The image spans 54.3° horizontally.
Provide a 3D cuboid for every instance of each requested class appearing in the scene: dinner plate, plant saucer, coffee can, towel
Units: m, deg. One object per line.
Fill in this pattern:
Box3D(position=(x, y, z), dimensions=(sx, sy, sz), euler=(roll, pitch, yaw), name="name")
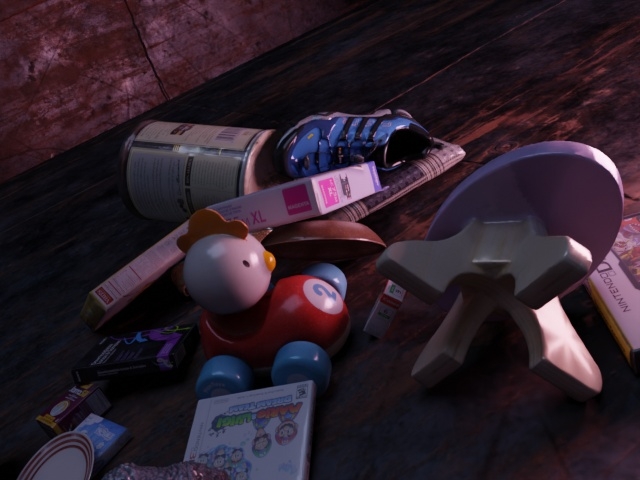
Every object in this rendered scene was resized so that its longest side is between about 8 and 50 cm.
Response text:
Box3D(position=(-0.331, 0.304, 0.770), dimensions=(0.141, 0.017, 0.141), euler=(-21, 42, 21), name="dinner plate")
Box3D(position=(0.000, 0.000, 0.950), dimensions=(0.199, 0.036, 0.198), euler=(-2, -10, 0), name="plant saucer")
Box3D(position=(-0.217, -0.123, 1.204), dimensions=(0.276, 0.201, 0.201), euler=(9, 38, 22), name="coffee can")
Box3D(position=(0.083, -0.136, 1.276), dimensions=(0.312, 0.056, 0.324), euler=(-31, 30, -10), name="towel")

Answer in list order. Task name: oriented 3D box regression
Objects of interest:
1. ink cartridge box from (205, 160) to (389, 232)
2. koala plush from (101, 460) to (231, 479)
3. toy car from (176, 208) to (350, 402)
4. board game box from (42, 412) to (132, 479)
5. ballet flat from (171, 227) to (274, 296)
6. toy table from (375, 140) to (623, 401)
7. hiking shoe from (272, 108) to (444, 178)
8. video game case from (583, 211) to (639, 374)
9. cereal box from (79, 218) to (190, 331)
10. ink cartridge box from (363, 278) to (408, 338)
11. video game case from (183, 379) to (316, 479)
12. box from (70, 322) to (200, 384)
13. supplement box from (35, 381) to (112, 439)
Box3D(position=(-0.022, -0.072, 1.010), dimensions=(0.186, 0.065, 0.311), euler=(-13, 4, 26), name="ink cartridge box")
Box3D(position=(-0.099, 0.299, 0.469), dimensions=(0.196, 0.203, 0.221), euler=(-31, 40, -15), name="koala plush")
Box3D(position=(-0.089, 0.060, 0.820), dimensions=(0.211, 0.237, 0.219), euler=(-14, 28, 17), name="toy car")
Box3D(position=(-0.311, 0.278, 0.830), dimensions=(0.090, 0.020, 0.090), euler=(3, 36, 40), name="board game box")
Box3D(position=(-0.165, 0.045, 1.117), dimensions=(0.206, 0.073, 0.067), euler=(-25, 56, 2), name="ballet flat")
Box3D(position=(0.191, 0.039, 0.661), dimensions=(0.252, 0.274, 0.160), euler=(25, 45, 6), name="toy table")
Box3D(position=(0.063, -0.174, 1.128), dimensions=(0.304, 0.113, 0.132), euler=(-18, 31, -20), name="hiking shoe")
Box3D(position=(0.444, 0.025, 0.699), dimensions=(0.275, 0.035, 0.248), euler=(-17, 27, 12), name="video game case")
Box3D(position=(-0.316, 0.060, 1.128), dimensions=(0.240, 0.047, 0.173), euler=(-42, 2, -32), name="cereal box")
Box3D(position=(0.094, 0.068, 0.811), dimensions=(0.029, 0.115, 0.062), euler=(25, 40, 5), name="ink cartridge box")
Box3D(position=(-0.083, 0.234, 0.711), dimensions=(0.157, 0.019, 0.143), euler=(-14, 39, 17), name="video game case")
Box3D(position=(-0.277, 0.169, 0.946), dimensions=(0.162, 0.029, 0.116), euler=(-11, 14, 8), name="box")
Box3D(position=(-0.352, 0.246, 0.895), dimensions=(0.055, 0.043, 0.083), euler=(1, 35, 42), name="supplement box")
